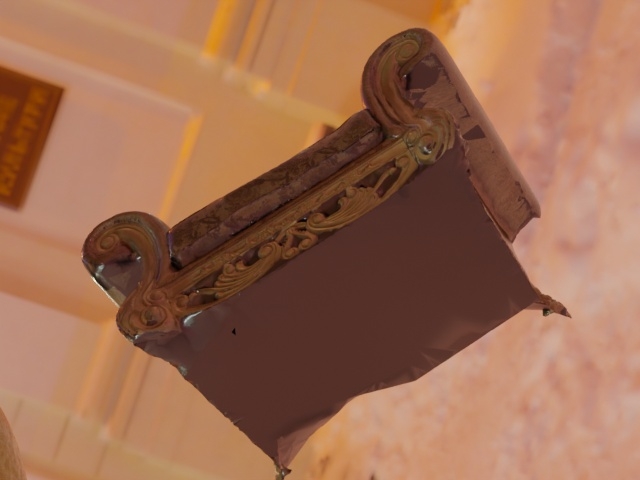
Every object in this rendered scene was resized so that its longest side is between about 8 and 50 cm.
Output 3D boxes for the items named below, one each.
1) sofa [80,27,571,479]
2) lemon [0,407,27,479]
[{"bbox_3d":[0.000,0.000,0.893,0.258,0.200,0.182,-33,45,7],"label":"sofa"},{"bbox_3d":[-0.304,0.181,1.044,0.184,0.184,0.248,-115,30,-80],"label":"lemon"}]
